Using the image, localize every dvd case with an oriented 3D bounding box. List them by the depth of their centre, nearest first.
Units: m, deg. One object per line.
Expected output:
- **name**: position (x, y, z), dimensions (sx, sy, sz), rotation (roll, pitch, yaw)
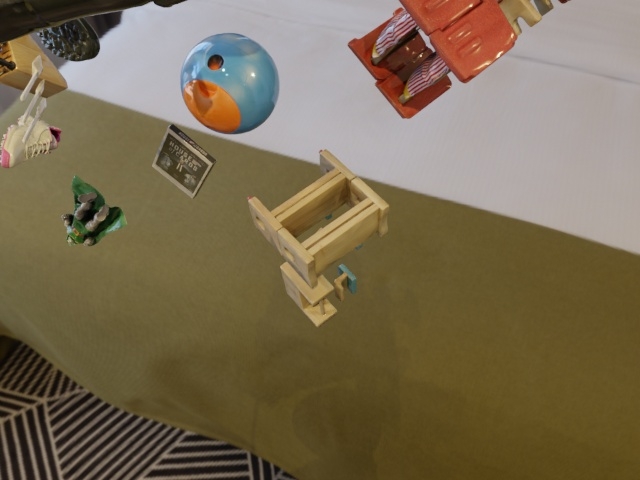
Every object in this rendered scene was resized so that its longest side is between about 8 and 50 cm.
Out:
- **dvd case**: position (-0.446, -0.251, 1.958), dimensions (0.179, 0.239, 0.029), rotation (39, 55, -6)

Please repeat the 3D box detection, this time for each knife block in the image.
- **knife block**: position (-0.867, -0.483, 1.704), dimensions (0.088, 0.275, 0.242), rotation (-19, 40, 15)

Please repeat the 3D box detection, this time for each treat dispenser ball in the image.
- **treat dispenser ball**: position (-0.262, -0.454, 1.757), dimensions (0.288, 0.288, 0.288), rotation (-2, 50, 3)

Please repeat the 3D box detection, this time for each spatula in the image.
- **spatula**: position (-0.768, -0.376, 1.609), dimensions (0.019, 0.168, 0.242), rotation (8, 37, -14)

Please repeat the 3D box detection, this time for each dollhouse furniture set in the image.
- **dollhouse furniture set**: position (0.000, 0.000, 0.822), dimensions (0.129, 0.183, 0.129), rotation (-35, 62, -17)
- **dollhouse furniture set**: position (0.247, -0.359, 0.904), dimensions (0.374, 0.201, 0.152), rotation (-39, 97, -17)

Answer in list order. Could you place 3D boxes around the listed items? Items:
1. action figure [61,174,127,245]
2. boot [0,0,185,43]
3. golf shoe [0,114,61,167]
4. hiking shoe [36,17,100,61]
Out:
- **action figure**: position (-0.495, -0.035, 1.264), dimensions (0.137, 0.232, 0.063), rotation (49, 53, -6)
- **boot**: position (-0.337, -0.302, 0.599), dimensions (0.445, 0.146, 0.367), rotation (-14, 45, 10)
- **golf shoe**: position (-0.942, -0.320, 1.965), dimensions (0.140, 0.115, 0.306), rotation (14, 32, -14)
- **hiking shoe**: position (-0.532, -0.473, 1.245), dimensions (0.304, 0.113, 0.132), rotation (42, 37, 20)
